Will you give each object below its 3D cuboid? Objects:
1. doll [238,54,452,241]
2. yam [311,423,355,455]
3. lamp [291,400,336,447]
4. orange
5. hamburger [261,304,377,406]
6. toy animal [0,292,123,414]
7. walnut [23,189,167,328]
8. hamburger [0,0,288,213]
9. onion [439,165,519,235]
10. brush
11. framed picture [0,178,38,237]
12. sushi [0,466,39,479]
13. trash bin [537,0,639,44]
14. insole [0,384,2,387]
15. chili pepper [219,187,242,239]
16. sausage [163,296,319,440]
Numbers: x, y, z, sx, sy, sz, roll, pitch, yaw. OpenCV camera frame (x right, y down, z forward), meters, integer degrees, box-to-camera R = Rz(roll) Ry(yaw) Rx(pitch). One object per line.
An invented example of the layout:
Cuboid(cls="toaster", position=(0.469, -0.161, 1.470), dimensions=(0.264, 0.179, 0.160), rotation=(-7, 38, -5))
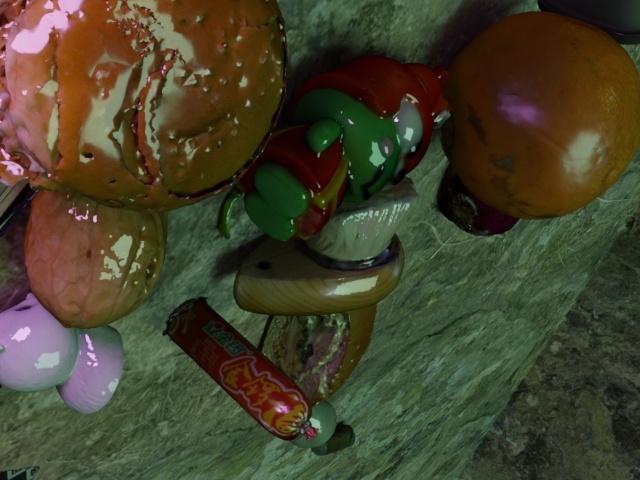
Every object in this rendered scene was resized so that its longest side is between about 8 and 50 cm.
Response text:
Cuboid(cls="doll", position=(0.047, -0.137, 0.995), dimensions=(0.363, 0.160, 0.182), rotation=(-34, 157, -34))
Cuboid(cls="yam", position=(0.030, 0.457, 1.824), dimensions=(0.132, 0.054, 0.054), rotation=(0, 124, -55))
Cuboid(cls="lamp", position=(-0.034, 0.327, 1.524), dimensions=(0.106, 0.106, 0.193), rotation=(-43, 143, -14))
Cuboid(cls="orange", position=(0.326, -0.184, 1.196), dimensions=(0.312, 0.312, 0.312), rotation=(-36, 150, -26))
Cuboid(cls="hamburger", position=(0.016, 0.139, 1.311), dimensions=(0.156, 0.144, 0.283), rotation=(-18, 136, -47))
Cuboid(cls="toy animal", position=(-0.326, 0.103, 0.825), dimensions=(0.221, 0.131, 0.104), rotation=(20, 149, -38))
Cuboid(cls="walnut", position=(-0.223, 0.006, 0.792), dimensions=(0.144, 0.144, 0.180), rotation=(-6, 121, -54))
Cuboid(cls="hamburger", position=(-0.155, -0.156, 0.624), dimensions=(0.260, 0.211, 0.245), rotation=(-11, 125, -47))
Cuboid(cls="onion", position=(0.335, -0.111, 1.506), dimensions=(0.218, 0.140, 0.195), rotation=(-42, 145, -23))
Cuboid(cls="brush", position=(0.000, 0.000, 1.103), dimensions=(0.267, 0.174, 0.166), rotation=(-20, 132, -28))
Cuboid(cls="framed picture", position=(-0.327, -0.057, 0.693), dimensions=(0.199, 0.010, 0.195), rotation=(-51, 153, 0))
Cuboid(cls="sushi", position=(-0.430, 0.350, 1.024), dimensions=(0.120, 0.026, 0.126), rotation=(-56, 153, 9))
Cuboid(cls="trash bin", position=(0.454, -0.464, 1.166), dimensions=(0.219, 0.220, 0.250), rotation=(-40, 144, -22))
Cuboid(cls="insole", position=(-0.468, 0.192, 0.793), dimensions=(0.328, 0.007, 0.111), rotation=(-22, 140, -44))
Cuboid(cls="chili pepper", position=(-0.117, -0.032, 1.033), dimensions=(0.030, 0.017, 0.083), rotation=(-19, 139, -48))
Cuboid(cls="sausage", position=(-0.097, 0.176, 1.056), dimensions=(0.083, 0.264, 0.083), rotation=(-35, 145, -29))
